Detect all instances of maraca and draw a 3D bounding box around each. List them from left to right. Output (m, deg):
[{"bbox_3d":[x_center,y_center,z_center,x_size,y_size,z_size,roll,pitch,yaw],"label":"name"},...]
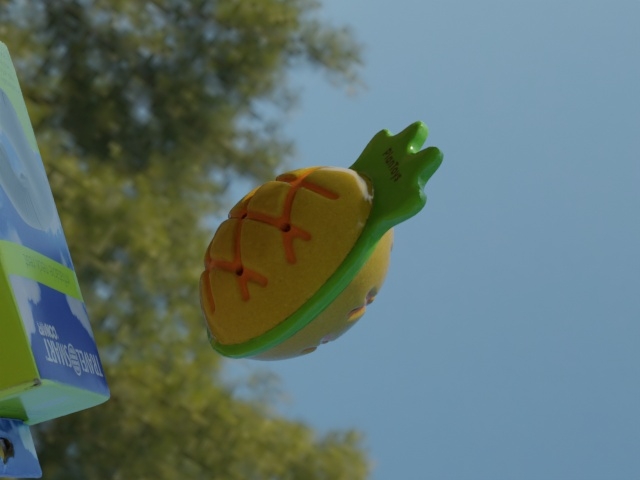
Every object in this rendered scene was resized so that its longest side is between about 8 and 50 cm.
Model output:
[{"bbox_3d":[0.000,0.000,1.148,0.186,0.099,0.127,-43,-152,11],"label":"maraca"}]

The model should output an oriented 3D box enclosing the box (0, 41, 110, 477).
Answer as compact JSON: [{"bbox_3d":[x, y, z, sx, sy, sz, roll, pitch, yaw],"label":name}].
[{"bbox_3d":[-0.129,0.000,0.724,0.042,0.178,0.109,-19,171,5],"label":"box"}]
